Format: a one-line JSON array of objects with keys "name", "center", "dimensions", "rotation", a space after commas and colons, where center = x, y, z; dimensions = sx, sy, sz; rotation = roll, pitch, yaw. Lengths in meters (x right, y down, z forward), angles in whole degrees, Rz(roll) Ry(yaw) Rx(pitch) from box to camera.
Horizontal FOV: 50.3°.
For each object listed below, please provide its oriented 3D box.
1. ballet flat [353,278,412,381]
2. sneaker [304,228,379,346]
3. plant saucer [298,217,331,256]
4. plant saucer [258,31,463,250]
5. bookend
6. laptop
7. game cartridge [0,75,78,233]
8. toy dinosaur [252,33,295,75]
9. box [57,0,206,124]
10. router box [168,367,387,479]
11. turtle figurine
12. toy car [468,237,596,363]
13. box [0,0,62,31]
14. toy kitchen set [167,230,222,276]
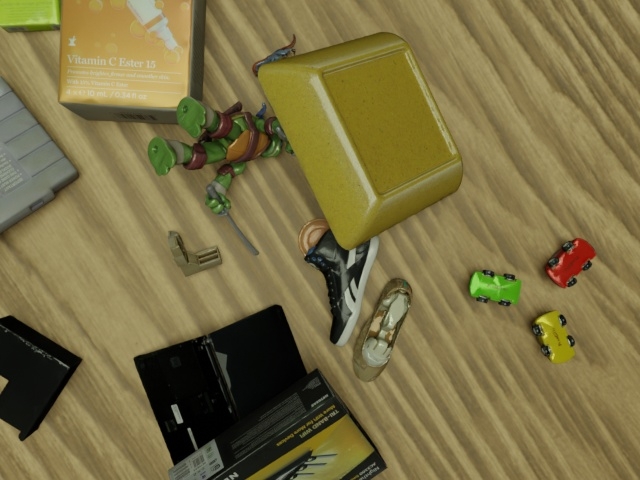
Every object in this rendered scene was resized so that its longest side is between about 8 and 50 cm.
[{"name": "ballet flat", "center": [0.115, 0.168, 1.261], "dimensions": [0.073, 0.067, 0.206], "rotation": [19, 90, -4]}, {"name": "sneaker", "center": [0.020, 0.076, 1.246], "dimensions": [0.121, 0.079, 0.216], "rotation": [17, 86, -7]}, {"name": "plant saucer", "center": [0.000, 0.000, 1.278], "dimensions": [0.084, 0.013, 0.083], "rotation": [0, 91, -3]}, {"name": "plant saucer", "center": [0.101, -0.195, 1.162], "dimensions": [0.333, 0.081, 0.332], "rotation": [-28, 93, -37]}, {"name": "bookend", "center": [-0.542, 0.244, 1.217], "dimensions": [0.156, 0.072, 0.157], "rotation": [32, 89, -3]}, {"name": "laptop", "center": [-0.172, 0.275, 1.272], "dimensions": [0.264, 0.136, 0.234], "rotation": [-20, 92, 22]}, {"name": "game cartridge", "center": [-0.629, -0.097, 1.167], "dimensions": [0.355, 0.068, 0.230], "rotation": [-39, 97, -22]}, {"name": "toy dinosaur", "center": [-0.085, -0.334, 1.266], "dimensions": [0.082, 0.047, 0.090], "rotation": [-3, 58, 5]}, {"name": "box", "center": [-0.314, -0.385, 1.175], "dimensions": [0.215, 0.168, 0.345], "rotation": [2, 90, -3]}, {"name": "router box", "center": [-0.067, 0.398, 1.187], "dimensions": [0.309, 0.081, 0.243], "rotation": [-34, 127, -2]}, {"name": "turtle figurine", "center": [-0.129, -0.124, 1.137], "dimensions": [0.198, 0.266, 0.274], "rotation": [-8, 83, 37]}, {"name": "toy car", "center": [0.385, 0.098, 1.286], "dimensions": [0.225, 0.053, 0.239], "rotation": [11, 89, -3]}, {"name": "box", "center": [-0.522, -0.469, 1.222], "dimensions": [0.109, 0.042, 0.178], "rotation": [-4, 91, -4]}, {"name": "toy kitchen set", "center": [-0.232, 0.006, 1.239], "dimensions": [0.075, 0.083, 0.068], "rotation": [-20, 51, -4]}]
